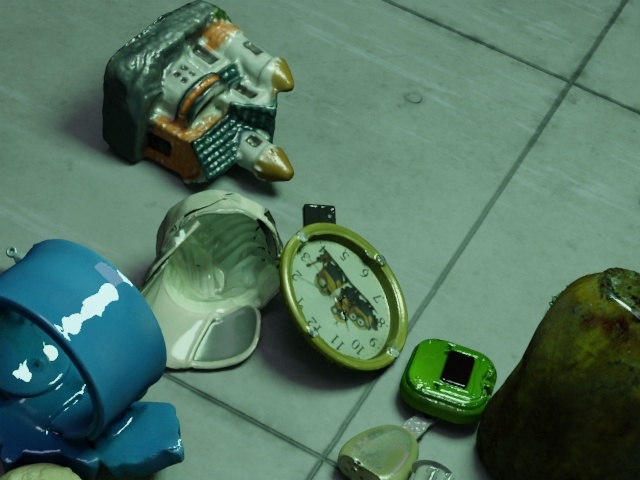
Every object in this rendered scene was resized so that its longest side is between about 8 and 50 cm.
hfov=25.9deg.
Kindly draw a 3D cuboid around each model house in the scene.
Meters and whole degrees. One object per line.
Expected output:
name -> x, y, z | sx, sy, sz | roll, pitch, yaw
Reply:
model house -> -0.153, -0.208, 2.208 | 0.301, 0.190, 0.271 | 34, 47, 18

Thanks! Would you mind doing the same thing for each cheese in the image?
cheese -> 0.107, 0.275, 1.902 | 0.097, 0.037, 0.192 | 33, 40, 21

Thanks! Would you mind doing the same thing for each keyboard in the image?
keyboard -> 0.000, 0.000, 2.164 | 0.053, 0.010, 0.155 | 5, 46, -6

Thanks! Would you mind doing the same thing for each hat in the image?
hat -> -0.174, 0.053, 1.974 | 0.161, 0.232, 0.275 | 6, 49, 47

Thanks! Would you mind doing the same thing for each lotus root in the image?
lotus root -> 0.361, 0.196, 1.833 | 0.250, 0.346, 0.250 | 10, 38, -8

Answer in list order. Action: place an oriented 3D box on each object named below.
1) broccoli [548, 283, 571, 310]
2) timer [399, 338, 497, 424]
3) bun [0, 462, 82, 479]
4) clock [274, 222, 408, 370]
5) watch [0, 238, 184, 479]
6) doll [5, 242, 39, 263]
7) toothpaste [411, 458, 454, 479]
broccoli -> 0.438, 0.097, 2.122 | 0.204, 0.122, 0.118 | -19, 67, -45
timer -> 0.183, 0.197, 1.979 | 0.128, 0.047, 0.140 | 19, 36, 8
bun -> -0.344, 0.349, 1.679 | 0.164, 0.111, 0.188 | 25, 43, 7
clock -> 0.025, 0.087, 2.015 | 0.237, 0.057, 0.237 | 24, 50, -32
watch -> -0.301, 0.161, 1.756 | 0.305, 0.275, 0.241 | 26, 46, 19
doll -> -0.372, 0.065, 1.982 | 0.195, 0.070, 0.096 | 33, 79, 15
toothpaste -> 0.096, 0.423, 1.744 | 0.100, 0.066, 0.323 | 17, 53, 9
